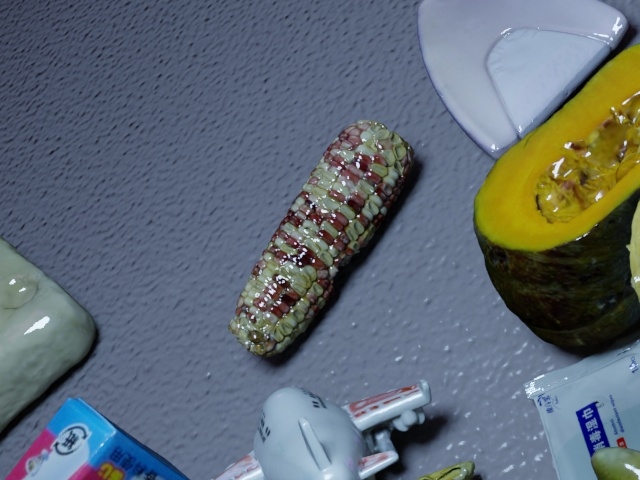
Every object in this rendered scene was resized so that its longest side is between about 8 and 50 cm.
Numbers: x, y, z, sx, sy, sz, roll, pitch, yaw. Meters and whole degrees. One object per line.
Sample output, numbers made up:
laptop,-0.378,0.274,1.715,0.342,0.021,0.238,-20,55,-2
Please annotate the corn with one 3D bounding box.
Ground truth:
corn,0.000,0.000,1.551,0.098,0.098,0.289,20,75,45

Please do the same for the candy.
candy,-0.275,0.328,1.455,0.306,0.157,0.100,-52,43,-9

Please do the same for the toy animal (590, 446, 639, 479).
toy animal,0.348,0.216,1.057,0.363,0.180,0.181,-26,38,29

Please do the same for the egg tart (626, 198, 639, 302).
egg tart,0.391,0.004,1.169,0.294,0.123,0.294,0,84,-1

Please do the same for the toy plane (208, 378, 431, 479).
toy plane,-0.008,0.198,1.332,0.252,0.118,0.252,-25,7,3

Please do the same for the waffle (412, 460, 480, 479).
waffle,0.089,0.317,1.257,0.261,0.056,0.250,-22,47,21

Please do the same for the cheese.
cheese,-0.474,0.137,1.782,0.351,0.129,0.328,-44,44,-2

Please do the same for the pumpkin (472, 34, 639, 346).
pumpkin,0.279,-0.057,1.334,0.317,0.139,0.222,-45,31,4

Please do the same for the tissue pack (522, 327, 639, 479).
tissue pack,0.255,0.176,1.258,0.123,0.026,0.193,-29,44,17

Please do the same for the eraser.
eraser,0.196,-0.211,1.588,0.204,0.059,0.243,-46,45,-1
